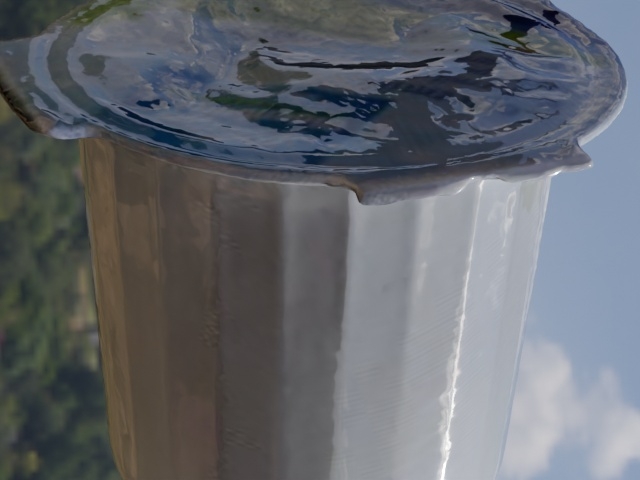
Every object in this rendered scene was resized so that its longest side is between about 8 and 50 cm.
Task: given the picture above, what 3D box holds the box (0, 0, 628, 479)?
[{"bbox_3d":[0.000,0.000,0.865,0.291,0.262,0.206,-49,147,-59],"label":"box"}]
